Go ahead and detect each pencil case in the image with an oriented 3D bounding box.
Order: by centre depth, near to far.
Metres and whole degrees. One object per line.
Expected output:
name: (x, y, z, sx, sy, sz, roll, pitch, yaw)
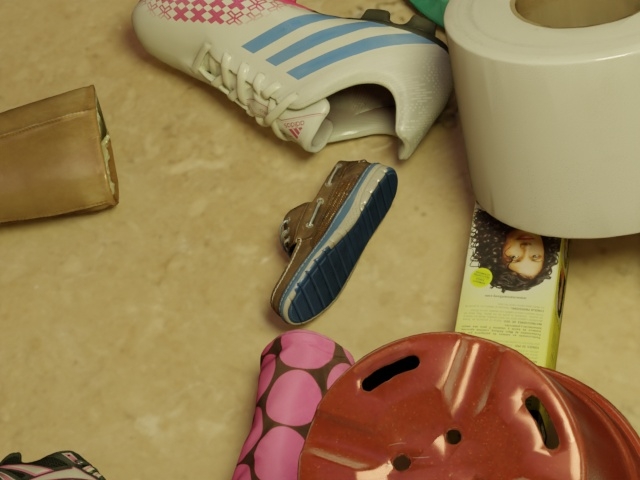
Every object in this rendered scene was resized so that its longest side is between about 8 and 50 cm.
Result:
pencil case: (-0.033, 0.183, 1.578, 0.095, 0.098, 0.209, 24, 59, -13)

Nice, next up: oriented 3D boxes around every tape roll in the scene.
tape roll: (0.236, -0.135, 1.608, 0.246, 0.169, 0.246, -9, 31, 5)

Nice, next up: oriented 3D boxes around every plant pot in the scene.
plant pot: (0.109, 0.193, 1.395, 0.272, 0.265, 0.272, -4, 73, 13)

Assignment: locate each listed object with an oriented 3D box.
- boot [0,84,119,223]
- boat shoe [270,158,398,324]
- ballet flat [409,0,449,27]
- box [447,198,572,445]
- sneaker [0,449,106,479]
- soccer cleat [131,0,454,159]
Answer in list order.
boot: (-0.343, -0.103, 1.831, 0.270, 0.089, 0.236, -15, 67, 4)
boat shoe: (0.000, 0.000, 1.701, 0.066, 0.066, 0.183, 19, 55, 28)
ballet flat: (0.102, -0.278, 1.829, 0.083, 0.087, 0.247, -41, 59, -13)
box: (0.163, 0.064, 1.621, 0.087, 0.058, 0.232, 2, 60, 15)
sneaker: (-0.209, 0.215, 1.611, 0.178, 0.072, 0.077, 8, 51, 11)
soccer cleat: (-0.041, -0.159, 1.771, 0.331, 0.116, 0.143, 10, 62, 18)
